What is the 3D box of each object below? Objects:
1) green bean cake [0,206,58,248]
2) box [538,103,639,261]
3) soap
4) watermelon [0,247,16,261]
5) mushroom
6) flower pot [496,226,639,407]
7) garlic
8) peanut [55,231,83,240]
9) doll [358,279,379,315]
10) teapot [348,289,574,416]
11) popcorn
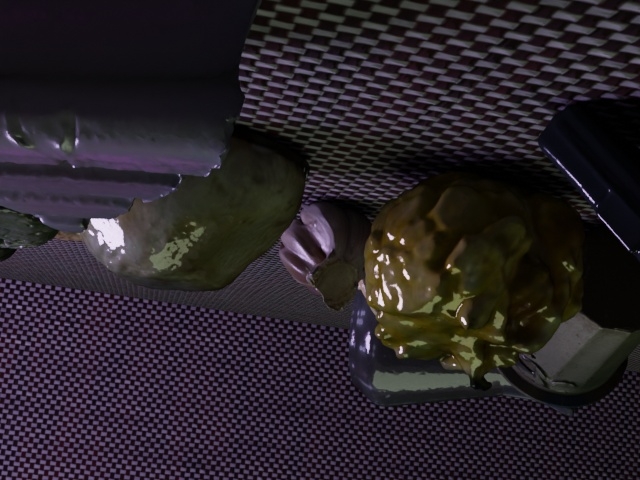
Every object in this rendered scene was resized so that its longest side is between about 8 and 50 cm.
[{"bbox_3d":[-0.428,-0.067,1.237,0.222,0.125,0.227,10,166,-19],"label":"green bean cake"},{"bbox_3d":[0.280,-0.005,0.797,0.050,0.230,0.160,-46,144,20],"label":"box"},{"bbox_3d":[-0.123,-0.094,0.678,0.302,0.159,0.258,6,167,22],"label":"soap"},{"bbox_3d":[-0.571,-0.021,1.687,0.133,0.105,0.105,32,169,-3],"label":"watermelon"},{"bbox_3d":[-0.154,-0.030,1.085,0.267,0.164,0.189,6,172,10],"label":"mushroom"},{"bbox_3d":[0.336,0.084,1.296,0.212,0.212,0.202,8,150,-4],"label":"flower pot"},{"bbox_3d":[0.000,0.000,1.353,0.131,0.127,0.194,37,-178,-34],"label":"garlic"},{"bbox_3d":[-0.327,-0.034,1.446,0.228,0.085,0.104,12,161,-14],"label":"peanut"},{"bbox_3d":[0.161,0.030,1.347,0.208,0.144,0.271,-12,176,-7],"label":"doll"},{"bbox_3d":[0.239,0.141,1.577,0.344,0.300,0.253,8,127,15],"label":"teapot"},{"bbox_3d":[0.161,0.040,1.073,0.249,0.225,0.249,10,166,3],"label":"popcorn"}]
